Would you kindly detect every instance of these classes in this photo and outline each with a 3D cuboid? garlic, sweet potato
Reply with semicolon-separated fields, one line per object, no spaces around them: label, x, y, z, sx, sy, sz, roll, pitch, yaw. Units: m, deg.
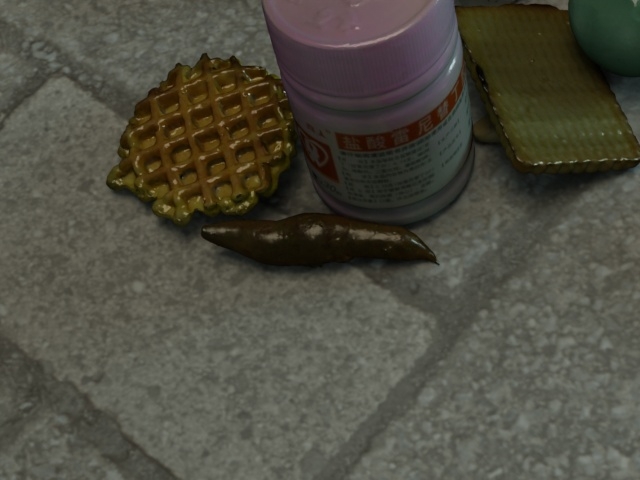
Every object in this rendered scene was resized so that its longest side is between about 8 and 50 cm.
garlic;0.218;-0.144;1.691;0.083;0.041;0.053;-39;54;-5
sweet potato;0.000;0.000;1.631;0.274;0.067;0.067;4;59;8

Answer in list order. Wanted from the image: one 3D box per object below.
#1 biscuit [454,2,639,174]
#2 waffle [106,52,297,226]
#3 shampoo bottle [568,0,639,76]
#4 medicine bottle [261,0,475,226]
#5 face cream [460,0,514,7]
biscuit;0.258;-0.180;1.675;0.172;0.029;0.254;-4;55;-21
waffle;-0.132;-0.120;1.727;0.238;0.059;0.243;17;65;28
shampoo bottle;0.442;-0.329;1.690;0.349;0.151;0.222;-39;46;-15
medicine bottle;0.059;-0.179;1.575;0.202;0.316;0.202;-6;55;9
face cream;0.186;-0.399;1.822;0.096;0.096;0.214;-19;56;0
